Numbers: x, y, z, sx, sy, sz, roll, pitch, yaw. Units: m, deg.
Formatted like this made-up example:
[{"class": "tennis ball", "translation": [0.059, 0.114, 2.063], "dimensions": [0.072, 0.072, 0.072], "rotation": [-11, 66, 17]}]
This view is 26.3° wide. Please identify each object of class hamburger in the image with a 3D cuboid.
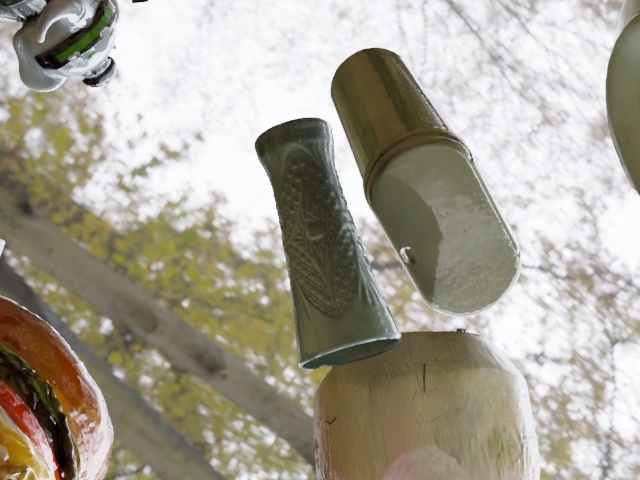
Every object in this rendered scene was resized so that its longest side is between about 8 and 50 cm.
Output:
[{"class": "hamburger", "translation": [-0.407, 0.230, 1.492], "dimensions": [0.330, 0.330, 0.250], "rotation": [-15, -161, 32]}]

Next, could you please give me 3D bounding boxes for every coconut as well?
[{"class": "coconut", "translation": [0.101, 0.210, 1.350], "dimensions": [0.227, 0.227, 0.230], "rotation": [-10, -105, 35]}]

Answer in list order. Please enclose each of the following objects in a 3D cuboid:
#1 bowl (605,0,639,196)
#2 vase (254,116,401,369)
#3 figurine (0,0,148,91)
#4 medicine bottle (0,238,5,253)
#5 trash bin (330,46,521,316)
[{"class": "bowl", "translation": [0.309, -0.095, 0.934], "dimensions": [0.163, 0.307, 0.307], "rotation": [-18, -139, -19]}, {"class": "vase", "translation": [0.000, 0.000, 1.254], "dimensions": [0.096, 0.096, 0.219], "rotation": [-22, -105, 27]}, {"class": "figurine", "translation": [-0.272, -0.234, 1.414], "dimensions": [0.147, 0.192, 0.126], "rotation": [-48, -140, -13]}, {"class": "medicine bottle", "translation": [-0.433, 0.047, 1.687], "dimensions": [0.074, 0.055, 0.118], "rotation": [-1, -113, 69]}, {"class": "trash bin", "translation": [0.111, -0.071, 1.528], "dimensions": [0.121, 0.243, 0.247], "rotation": [-28, -147, 6]}]
